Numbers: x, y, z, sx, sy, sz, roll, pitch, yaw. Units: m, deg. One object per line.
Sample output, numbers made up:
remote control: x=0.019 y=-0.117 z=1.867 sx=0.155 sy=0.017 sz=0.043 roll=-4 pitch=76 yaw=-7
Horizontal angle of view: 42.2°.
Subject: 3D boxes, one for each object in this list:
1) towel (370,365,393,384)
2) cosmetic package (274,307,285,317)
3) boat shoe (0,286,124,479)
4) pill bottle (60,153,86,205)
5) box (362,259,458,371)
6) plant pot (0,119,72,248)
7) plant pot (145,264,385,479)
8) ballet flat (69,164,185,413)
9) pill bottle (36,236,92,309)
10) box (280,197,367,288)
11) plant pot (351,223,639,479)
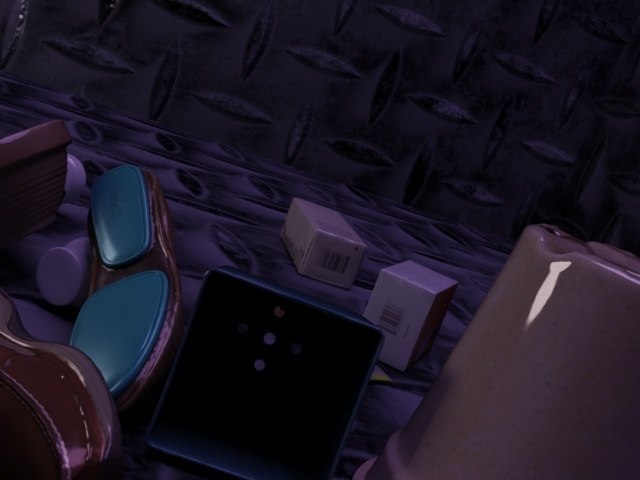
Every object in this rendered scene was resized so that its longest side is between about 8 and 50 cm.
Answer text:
towel: x=0.056 y=0.174 z=1.141 sx=0.060 sy=0.009 sz=0.083 roll=12 pitch=15 yaw=-42
cosmetic package: x=-0.057 y=0.101 z=1.195 sx=0.115 sy=0.041 sz=0.060 roll=25 pitch=12 yaw=18
boat shoe: x=-0.255 y=0.118 z=0.594 sx=0.119 sy=0.123 sz=0.324 roll=4 pitch=12 yaw=-42
pill bottle: x=-0.439 y=-0.093 z=1.242 sx=0.107 sy=0.108 sz=0.180 roll=24 pitch=11 yaw=16
box: x=0.133 y=0.111 z=1.271 sx=0.091 sy=0.130 sz=0.170 roll=24 pitch=12 yaw=18
plant pot: x=-0.392 y=-0.046 z=0.980 sx=0.237 sy=0.110 sz=0.237 roll=-23 pitch=12 yaw=5
plant pot: x=-0.051 y=0.119 z=0.829 sx=0.165 sy=0.166 sz=0.234 roll=20 pitch=3 yaw=-3
ballet flat: x=-0.190 y=0.064 z=0.874 sx=0.342 sy=0.116 sz=0.124 roll=-107 pitch=174 yaw=-46
pill bottle: x=-0.261 y=0.038 z=0.999 sx=0.087 sy=0.087 sz=0.160 roll=25 pitch=11 yaw=21
box: x=0.000 y=0.000 z=1.650 sx=0.113 sy=0.094 sz=0.275 roll=19 pitch=11 yaw=-14
plant pot: x=0.234 y=0.163 z=0.753 sx=0.333 sy=0.306 sz=0.334 roll=21 pitch=11 yaw=-4
